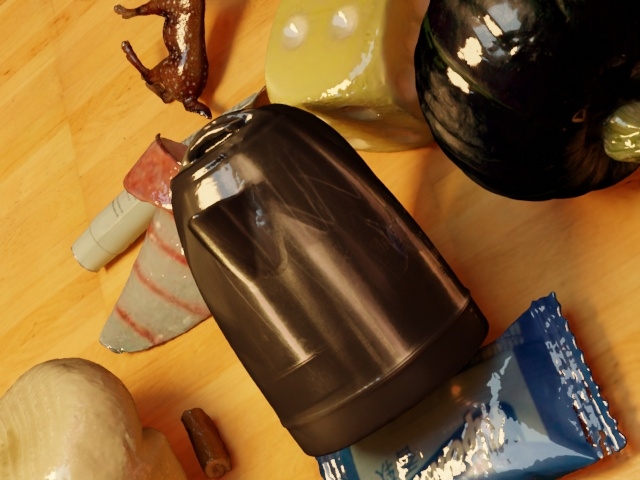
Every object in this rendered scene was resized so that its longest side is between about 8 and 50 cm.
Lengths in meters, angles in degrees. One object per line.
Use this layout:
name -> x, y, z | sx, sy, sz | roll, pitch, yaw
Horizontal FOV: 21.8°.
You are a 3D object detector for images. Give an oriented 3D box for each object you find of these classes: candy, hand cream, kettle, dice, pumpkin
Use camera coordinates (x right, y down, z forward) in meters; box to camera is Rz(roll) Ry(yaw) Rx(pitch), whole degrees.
candy -> 0.135, 0.197, 1.649 | 0.331, 0.077, 0.187 | -36, 58, 28
hand cream -> -0.190, -0.081, 2.067 | 0.058, 0.085, 0.331 | 45, 113, -3
kettle -> 0.000, 0.000, 1.668 | 0.228, 0.321, 0.324 | -31, 99, 33
dice -> 0.054, -0.200, 1.822 | 0.169, 0.166, 0.169 | -4, 70, 41
pumpkin -> 0.246, -0.148, 1.551 | 0.296, 0.296, 0.295 | -18, 61, 36

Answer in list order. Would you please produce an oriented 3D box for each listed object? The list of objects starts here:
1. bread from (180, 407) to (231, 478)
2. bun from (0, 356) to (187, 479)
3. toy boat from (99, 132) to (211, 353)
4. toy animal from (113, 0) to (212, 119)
bread -> -0.130, 0.231, 1.898 | 0.036, 0.047, 0.083 | -27, 52, -5
bun -> -0.286, 0.319, 1.880 | 0.365, 0.219, 0.365 | -40, 37, 38
toy boat -> -0.182, 0.033, 1.999 | 0.206, 0.096, 0.282 | 34, 110, 17
toy animal -> -0.160, -0.280, 2.073 | 0.260, 0.087, 0.243 | 14, 120, 50
